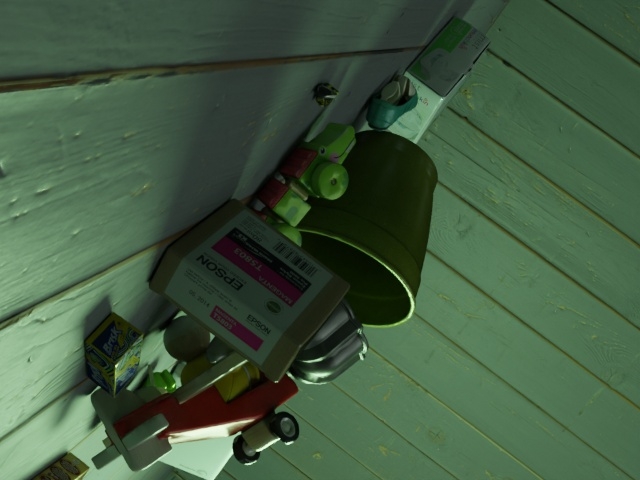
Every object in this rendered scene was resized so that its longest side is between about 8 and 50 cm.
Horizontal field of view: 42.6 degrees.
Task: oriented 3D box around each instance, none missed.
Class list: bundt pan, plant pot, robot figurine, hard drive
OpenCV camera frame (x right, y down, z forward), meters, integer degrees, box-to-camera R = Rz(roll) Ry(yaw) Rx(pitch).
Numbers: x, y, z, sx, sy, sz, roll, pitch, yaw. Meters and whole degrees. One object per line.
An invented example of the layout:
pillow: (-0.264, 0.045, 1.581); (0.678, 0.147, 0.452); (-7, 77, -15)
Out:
bundt pan: (-0.070, 0.154, 1.594); (0.124, 0.331, 0.331); (-44, 172, -24)
plant pot: (0.102, -0.050, 1.862); (0.353, 0.367, 0.366); (-63, 180, -28)
robot figurine: (-0.341, 0.318, 1.693); (0.101, 0.067, 0.115); (-16, 147, -52)
hard drive: (-0.309, 0.462, 2.050); (0.353, 0.233, 0.047); (-57, -167, 39)

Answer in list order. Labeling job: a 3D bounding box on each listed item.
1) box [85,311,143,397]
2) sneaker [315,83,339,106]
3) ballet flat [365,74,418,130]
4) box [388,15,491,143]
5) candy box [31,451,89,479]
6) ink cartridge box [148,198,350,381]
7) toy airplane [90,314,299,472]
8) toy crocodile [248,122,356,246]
box: (-0.291, 0.164, 1.156); (0.059, 0.054, 0.169); (-51, 174, -29)
sneaker: (0.008, -0.227, 1.306); (0.035, 0.031, 0.083); (-54, 175, 18)
ballet flat: (0.177, -0.332, 1.892); (0.247, 0.083, 0.087); (-49, 160, -53)
box: (0.301, -0.415, 2.156); (0.262, 0.127, 0.231); (-50, 174, -29)
candy box: (-0.481, 0.447, 1.404); (0.109, 0.053, 0.187); (-55, 176, 11)
ink cartridge box: (-0.099, 0.066, 1.211); (0.088, 0.235, 0.193); (-57, 175, 34)
toy airplane: (-0.238, 0.262, 1.452); (0.386, 0.272, 0.384); (-16, 158, -5)
toy crocodile: (-0.058, -0.074, 1.435); (0.340, 0.105, 0.115); (-53, -143, -7)
